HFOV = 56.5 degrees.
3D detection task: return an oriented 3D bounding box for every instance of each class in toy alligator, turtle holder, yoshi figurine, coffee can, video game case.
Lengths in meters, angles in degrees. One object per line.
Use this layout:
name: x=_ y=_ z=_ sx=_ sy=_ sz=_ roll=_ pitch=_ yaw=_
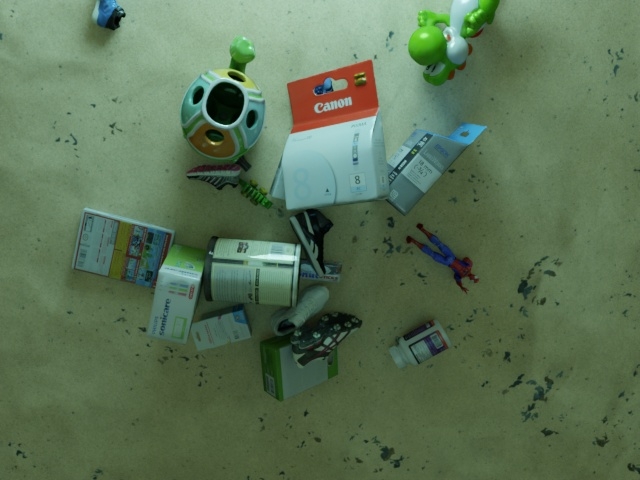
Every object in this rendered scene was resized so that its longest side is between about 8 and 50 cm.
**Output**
toy alligator: x=-0.187 y=-0.130 z=1.850 sx=0.190 sy=0.051 sz=0.056 roll=40 pitch=100 yaw=-14
turtle holder: x=-0.250 y=-0.381 z=1.673 sx=0.320 sy=0.227 sz=0.243 roll=-45 pitch=97 yaw=-9
yoshi figurine: x=0.376 y=-0.628 z=1.692 sx=0.203 sy=0.203 sz=0.362 roll=29 pitch=105 yaw=4
coffee can: x=-0.202 y=0.097 z=1.823 sx=0.276 sy=0.201 sz=0.201 roll=5 pitch=106 yaw=0
video game case: x=-0.621 y=0.029 z=1.876 sx=0.285 sy=0.025 sz=0.204 roll=15 pitch=104 yaw=-8

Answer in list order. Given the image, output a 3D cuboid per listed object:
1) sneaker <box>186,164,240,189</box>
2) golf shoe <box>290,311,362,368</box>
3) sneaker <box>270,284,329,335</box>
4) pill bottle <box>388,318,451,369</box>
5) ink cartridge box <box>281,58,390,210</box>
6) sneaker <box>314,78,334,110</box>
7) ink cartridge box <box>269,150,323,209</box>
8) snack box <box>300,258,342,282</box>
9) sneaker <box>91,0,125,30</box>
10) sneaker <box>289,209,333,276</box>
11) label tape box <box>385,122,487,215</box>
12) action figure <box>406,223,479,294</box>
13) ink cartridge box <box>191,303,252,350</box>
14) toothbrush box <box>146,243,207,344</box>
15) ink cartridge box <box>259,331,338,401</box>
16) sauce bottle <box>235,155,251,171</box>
sneaker: x=-0.325 y=-0.188 z=1.817 sx=0.171 sy=0.063 sz=0.074 roll=-2 pitch=119 yaw=4
golf shoe: x=0.017 y=0.317 z=1.938 sx=0.273 sy=0.105 sz=0.120 roll=-17 pitch=122 yaw=-33
sneaker: x=-0.061 y=0.239 z=1.933 sx=0.232 sy=0.115 sz=0.090 roll=-40 pitch=105 yaw=7
pill bottle: x=0.332 y=0.353 z=2.001 sx=0.194 sy=0.108 sz=0.108 roll=-29 pitch=106 yaw=5
ink cartridge box: x=0.025 y=-0.289 z=1.683 sx=0.308 sy=0.091 sz=0.384 roll=-5 pitch=95 yaw=36
sneaker: x=0.030 y=-0.376 z=1.791 sx=0.091 sy=0.081 sz=0.232 roll=-3 pitch=103 yaw=-24
ink cartridge box: x=-0.055 y=-0.187 z=1.861 sx=0.179 sy=0.045 sz=0.145 roll=14 pitch=105 yaw=-27
snack box: x=-0.021 y=0.096 z=1.943 sx=0.178 sy=0.022 sz=0.064 roll=6 pitch=104 yaw=-6
sneaker: x=-0.578 y=-0.665 z=1.661 sx=0.085 sy=0.058 sz=0.152 roll=22 pitch=107 yaw=-4
sneaker: x=0.000 y=0.000 z=1.880 sx=0.121 sy=0.079 sz=0.216 roll=-28 pitch=104 yaw=-9
label tape box: x=0.305 y=-0.247 z=1.759 sx=0.106 sy=0.240 sz=0.333 roll=39 pitch=99 yaw=-12
action figure: x=0.415 y=0.067 z=1.915 sx=0.280 sy=0.139 sz=0.091 roll=35 pitch=102 yaw=-15
ink cartridge box: x=-0.327 y=0.285 z=1.953 sx=0.181 sy=0.061 sz=0.104 roll=-14 pitch=106 yaw=-1
toothbrush box: x=-0.425 y=0.152 z=1.793 sx=0.122 sy=0.283 sz=0.206 roll=13 pitch=104 yaw=-7
ink cartridge box: x=-0.065 y=0.400 z=1.999 sx=0.255 sy=0.097 sz=0.188 roll=-15 pitch=110 yaw=-36
sauce bottle: x=-0.262 y=-0.264 z=1.812 sx=0.042 sy=0.042 sz=0.128 roll=-45 pitch=105 yaw=8
